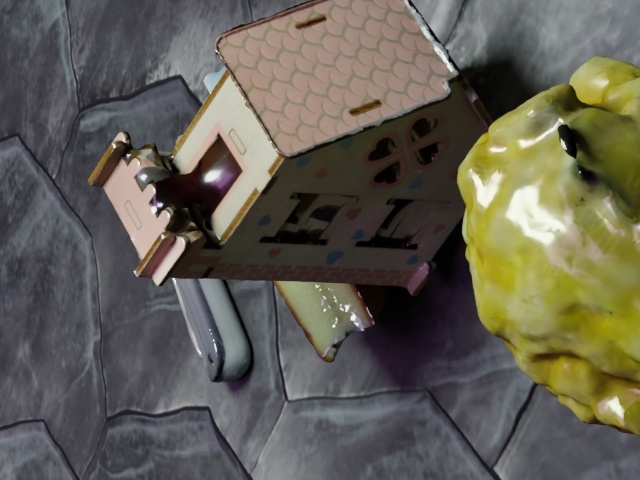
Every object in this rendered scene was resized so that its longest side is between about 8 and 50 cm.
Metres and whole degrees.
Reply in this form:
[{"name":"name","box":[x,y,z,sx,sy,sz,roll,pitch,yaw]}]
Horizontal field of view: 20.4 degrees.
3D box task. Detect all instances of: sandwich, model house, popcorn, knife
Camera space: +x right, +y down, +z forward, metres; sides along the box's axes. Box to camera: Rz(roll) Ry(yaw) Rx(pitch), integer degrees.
[{"name":"sandwich","box":[0.000,0.000,1.627,0.094,0.096,0.258,-52,51,32]},{"name":"model house","box":[0.008,-0.092,1.432,0.244,0.326,0.169,-51,52,34]},{"name":"popcorn","box":[0.227,0.006,1.226,0.286,0.215,0.252,30,87,11]},{"name":"knife","box":[-0.138,0.030,1.852,0.073,0.040,0.266,-56,50,50]}]
